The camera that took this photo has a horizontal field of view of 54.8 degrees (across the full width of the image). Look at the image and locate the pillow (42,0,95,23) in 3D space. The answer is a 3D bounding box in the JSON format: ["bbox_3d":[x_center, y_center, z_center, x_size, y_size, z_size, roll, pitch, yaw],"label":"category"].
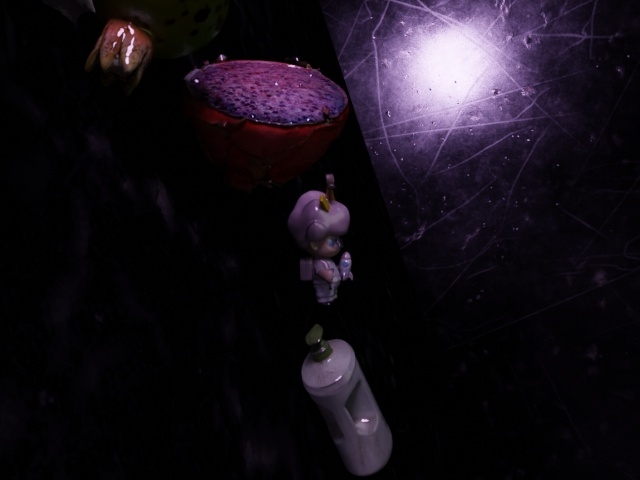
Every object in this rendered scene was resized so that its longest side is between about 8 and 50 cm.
[{"bbox_3d":[-0.266,-0.320,0.533,0.148,0.050,0.230,53,18,-71],"label":"pillow"}]

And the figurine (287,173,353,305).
[{"bbox_3d":[0.000,0.000,1.093,0.137,0.111,0.229,-16,101,-69],"label":"figurine"}]

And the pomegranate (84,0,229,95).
[{"bbox_3d":[-0.172,-0.246,0.624,0.159,0.159,0.205,50,52,-59],"label":"pomegranate"}]

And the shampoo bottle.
[{"bbox_3d":[0.032,0.233,0.938,0.118,0.087,0.234,-83,152,-63],"label":"shampoo bottle"}]

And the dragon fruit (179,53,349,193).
[{"bbox_3d":[-0.078,-0.142,0.827,0.224,0.218,0.148,-126,-144,-46],"label":"dragon fruit"}]
